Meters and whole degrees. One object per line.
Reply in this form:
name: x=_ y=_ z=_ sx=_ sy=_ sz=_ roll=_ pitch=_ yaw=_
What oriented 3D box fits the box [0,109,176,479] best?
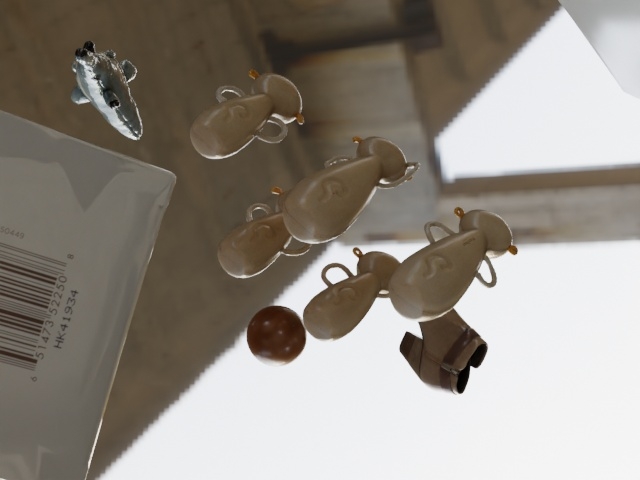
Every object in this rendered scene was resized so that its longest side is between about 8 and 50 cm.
box: x=-0.281 y=0.020 z=1.076 sx=0.168 sy=0.345 sz=0.215 roll=20 pitch=-96 yaw=-38

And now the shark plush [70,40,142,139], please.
shark plush: x=-0.205 y=-0.156 z=1.576 sx=0.161 sy=0.073 sz=0.067 roll=99 pitch=146 yaw=-68

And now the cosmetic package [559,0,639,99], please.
cosmetic package: x=0.176 y=-0.154 z=0.644 sx=0.217 sy=0.156 sz=0.385 roll=50 pitch=-175 yaw=-17

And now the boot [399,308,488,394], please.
boot: x=0.119 y=0.080 z=1.468 sx=0.042 sy=0.087 sz=0.118 roll=5 pitch=-73 yaw=-44

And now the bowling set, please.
bowling set: x=0.000 y=0.000 z=1.391 sx=0.154 sy=0.287 sz=0.200 roll=-37 pitch=-16 yaw=-48
